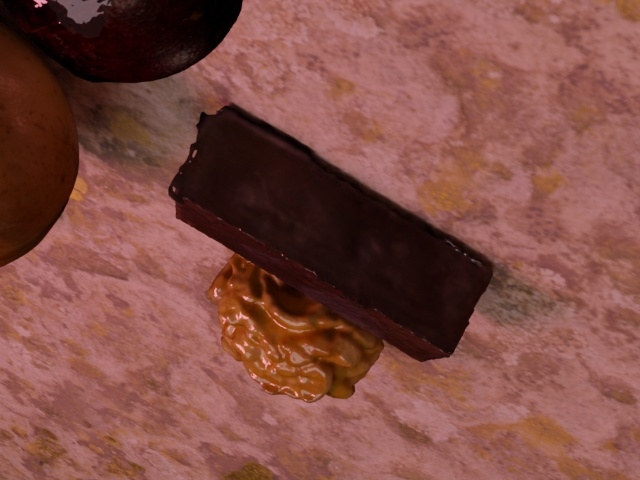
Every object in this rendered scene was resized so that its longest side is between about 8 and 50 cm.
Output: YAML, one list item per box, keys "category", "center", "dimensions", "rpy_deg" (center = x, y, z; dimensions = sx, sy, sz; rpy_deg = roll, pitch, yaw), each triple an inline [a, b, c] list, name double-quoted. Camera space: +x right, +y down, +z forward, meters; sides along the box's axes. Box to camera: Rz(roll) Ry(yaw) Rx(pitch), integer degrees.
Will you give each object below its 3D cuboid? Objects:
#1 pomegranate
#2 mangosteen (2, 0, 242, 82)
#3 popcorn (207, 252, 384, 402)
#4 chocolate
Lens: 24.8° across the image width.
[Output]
- category: "pomegranate"
  center: [-0.369, -0.098, 1.426]
  dimensions: [0.307, 0.307, 0.307]
  rpy_deg: [22, 151, 13]
- category: "mangosteen"
  center: [-0.137, -0.225, 1.080]
  dimensions: [0.216, 0.216, 0.216]
  rpy_deg: [22, 151, 13]
- category: "popcorn"
  center: [-0.032, 0.092, 1.553]
  dimensions: [0.194, 0.140, 0.163]
  rpy_deg: [31, 146, 1]
- category: "chocolate"
  center: [0.000, 0.000, 1.419]
  dimensions: [0.321, 0.112, 0.112]
  rpy_deg: [30, 161, -4]
